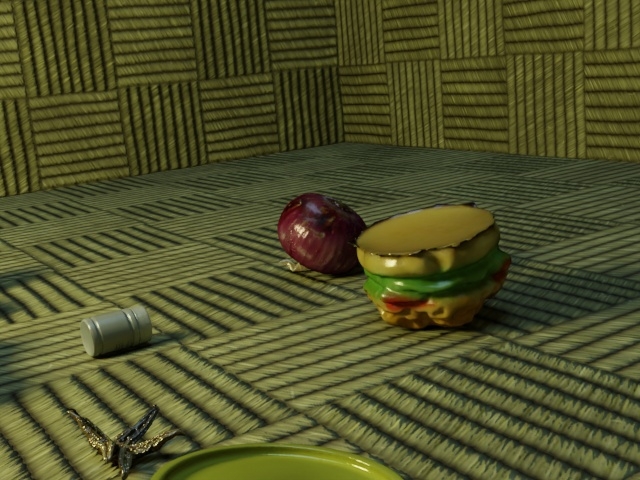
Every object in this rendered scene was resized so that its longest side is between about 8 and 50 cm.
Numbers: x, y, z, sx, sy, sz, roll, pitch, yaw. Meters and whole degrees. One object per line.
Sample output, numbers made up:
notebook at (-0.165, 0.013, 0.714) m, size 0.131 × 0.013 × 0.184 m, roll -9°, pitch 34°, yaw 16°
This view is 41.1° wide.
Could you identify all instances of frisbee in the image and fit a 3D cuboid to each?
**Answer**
frisbee at (-0.034, 0.223, 0.754) m, size 0.236 × 0.017 × 0.236 m, roll 3°, pitch 5°, yaw 0°

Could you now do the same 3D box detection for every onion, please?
onion at (0.005, -0.009, 1.585) m, size 0.177 × 0.153 × 0.177 m, roll 8°, pitch 2°, yaw 0°

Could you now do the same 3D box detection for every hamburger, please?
hamburger at (0.171, 0.046, 1.266) m, size 0.237 × 0.148 × 0.237 m, roll -13°, pitch 15°, yaw 4°

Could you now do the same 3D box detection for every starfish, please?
starfish at (-0.219, 0.212, 0.911) m, size 0.130 × 0.041 × 0.133 m, roll 11°, pitch 12°, yaw 26°

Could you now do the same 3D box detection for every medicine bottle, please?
medicine bottle at (-0.302, 0.133, 1.262) m, size 0.091 × 0.058 × 0.058 m, roll -13°, pitch 15°, yaw -31°
